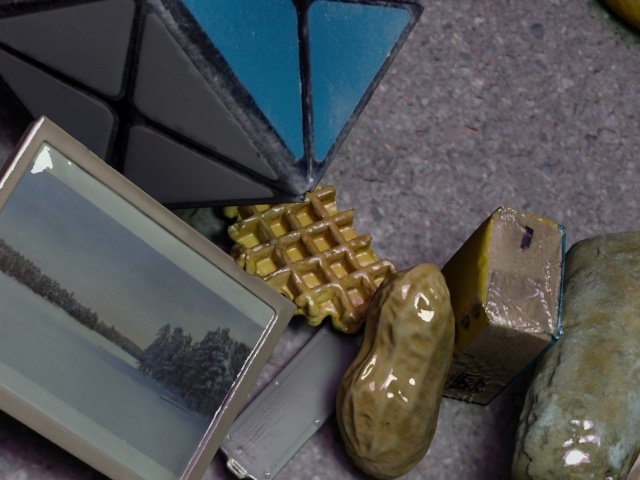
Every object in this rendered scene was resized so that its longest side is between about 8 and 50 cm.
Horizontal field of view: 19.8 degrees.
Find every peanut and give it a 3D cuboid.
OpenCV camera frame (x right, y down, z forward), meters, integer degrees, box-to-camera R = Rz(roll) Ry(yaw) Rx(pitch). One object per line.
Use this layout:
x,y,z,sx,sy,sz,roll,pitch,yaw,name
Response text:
0.064,0.111,1.571,0.093,0.083,0.194,6,102,-20,peanut

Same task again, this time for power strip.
-0.003,0.123,1.608,0.060,0.027,0.253,43,57,3,power strip

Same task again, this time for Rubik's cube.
-0.104,-0.196,1.543,0.260,0.255,0.259,53,52,-35,Rubik's cube

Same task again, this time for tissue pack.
0.149,0.060,1.621,0.082,0.169,0.120,14,61,-12,tissue pack

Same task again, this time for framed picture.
-0.171,0.067,1.470,0.289,0.016,0.213,38,73,-29,framed picture

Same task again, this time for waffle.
0.000,0.000,1.643,0.192,0.046,0.160,24,55,4,waffle

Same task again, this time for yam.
0.245,0.115,1.623,0.133,0.133,0.330,33,46,-4,yam

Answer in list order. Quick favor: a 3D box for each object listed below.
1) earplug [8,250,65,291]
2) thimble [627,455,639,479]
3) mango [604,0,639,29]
-0.295,0.051,1.470,0.273,0.132,0.132,-38,83,-29,earplug
0.290,0.239,1.635,0.115,0.090,0.102,-19,73,-30,thimble
0.353,-0.286,1.923,0.227,0.099,0.136,40,61,10,mango
